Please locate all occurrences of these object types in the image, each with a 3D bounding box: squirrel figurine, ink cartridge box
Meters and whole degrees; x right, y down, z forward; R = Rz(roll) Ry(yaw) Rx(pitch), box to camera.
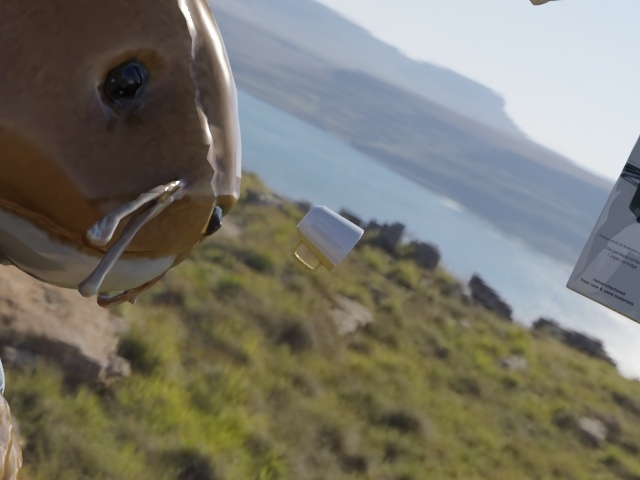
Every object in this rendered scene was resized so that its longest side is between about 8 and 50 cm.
[{"bbox_3d":[-0.241,-0.045,0.473,0.397,0.370,0.281,47,-9,14],"label":"squirrel figurine"},{"bbox_3d":[0.334,-0.022,1.073,0.087,0.208,0.153,29,6,34],"label":"ink cartridge box"}]

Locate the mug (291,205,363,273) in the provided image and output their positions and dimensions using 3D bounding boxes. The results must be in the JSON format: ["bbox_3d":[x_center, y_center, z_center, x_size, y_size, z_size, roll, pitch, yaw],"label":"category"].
[{"bbox_3d":[0.002,-0.002,1.332,0.064,0.078,0.062,40,-4,-5],"label":"mug"}]

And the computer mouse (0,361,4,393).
[{"bbox_3d":[-0.251,0.044,0.692,0.042,0.193,0.106,2,36,23],"label":"computer mouse"}]

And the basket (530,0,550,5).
[{"bbox_3d":[0.358,-0.490,1.405,0.331,0.328,0.266,-17,11,20],"label":"basket"}]
